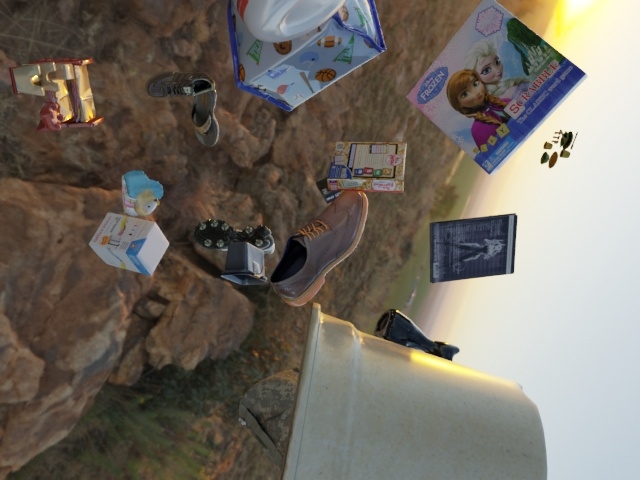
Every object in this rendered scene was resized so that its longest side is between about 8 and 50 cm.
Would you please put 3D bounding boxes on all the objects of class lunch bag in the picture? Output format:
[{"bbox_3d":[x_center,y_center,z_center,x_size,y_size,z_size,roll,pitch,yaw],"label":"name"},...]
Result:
[{"bbox_3d":[-0.043,0.468,1.325,0.255,0.305,0.213,0,107,-32],"label":"lunch bag"},{"bbox_3d":[-0.059,-0.572,1.244,0.238,0.327,0.386,14,63,-50],"label":"lunch bag"}]

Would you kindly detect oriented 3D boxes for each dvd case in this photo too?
[{"bbox_3d":[0.385,0.021,1.315,0.018,0.221,0.165,-102,-174,-68],"label":"dvd case"}]

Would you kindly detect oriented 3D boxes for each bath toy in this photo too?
[{"bbox_3d":[-0.653,-0.153,1.899,0.348,0.128,0.152,165,-85,-67],"label":"bath toy"}]

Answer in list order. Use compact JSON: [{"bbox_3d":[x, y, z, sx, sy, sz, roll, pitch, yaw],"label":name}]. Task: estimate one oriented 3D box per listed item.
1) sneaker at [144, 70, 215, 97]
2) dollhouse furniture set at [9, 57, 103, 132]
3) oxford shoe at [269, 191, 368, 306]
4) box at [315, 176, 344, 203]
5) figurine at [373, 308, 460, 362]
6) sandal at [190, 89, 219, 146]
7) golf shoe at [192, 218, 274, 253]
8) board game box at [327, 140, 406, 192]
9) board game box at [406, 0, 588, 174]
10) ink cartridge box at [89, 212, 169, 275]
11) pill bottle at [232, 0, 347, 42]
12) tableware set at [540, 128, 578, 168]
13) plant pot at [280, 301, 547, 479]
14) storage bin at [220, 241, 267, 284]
[{"bbox_3d":[-0.381,-0.426,1.424,0.188,0.071,0.066,-20,130,-25],"label":"sneaker"},{"bbox_3d":[-0.775,-0.410,1.488,0.374,0.152,0.202,-91,-179,-68],"label":"dollhouse furniture set"},{"bbox_3d":[0.000,0.000,1.364,0.364,0.129,0.133,-57,144,-11],"label":"oxford shoe"},{"bbox_3d":[0.083,-0.236,2.164,0.191,0.184,0.045,-114,180,-64],"label":"box"},{"bbox_3d":[0.214,0.297,1.205,0.215,0.209,0.092,-67,-173,-30],"label":"figurine"},{"bbox_3d":[-0.362,-0.381,1.607,0.219,0.089,0.060,108,7,-47],"label":"sandal"},{"bbox_3d":[-0.280,0.006,1.675,0.120,0.272,0.105,68,34,-63],"label":"golf shoe"},{"bbox_3d":[0.123,-0.195,1.356,0.045,0.193,0.147,79,18,-51],"label":"board game box"},{"bbox_3d":[0.436,-0.391,1.330,0.319,0.318,0.065,-51,161,26],"label":"board game box"},{"bbox_3d":[-0.795,0.013,2.167,0.168,0.232,0.171,78,28,-56],"label":"ink cartridge box"},{"bbox_3d":[-0.092,-0.461,0.726,0.181,0.323,0.181,-29,180,0],"label":"pill bottle"},{"bbox_3d":[0.617,-0.240,1.363,0.154,0.024,0.104,-79,-176,-77],"label":"tableware set"},{"bbox_3d":[0.107,0.277,0.695,0.334,0.305,0.334,-169,-90,-90],"label":"plant pot"},{"bbox_3d":[-0.190,0.059,1.360,0.135,0.098,0.091,35,53,-65],"label":"storage bin"}]
